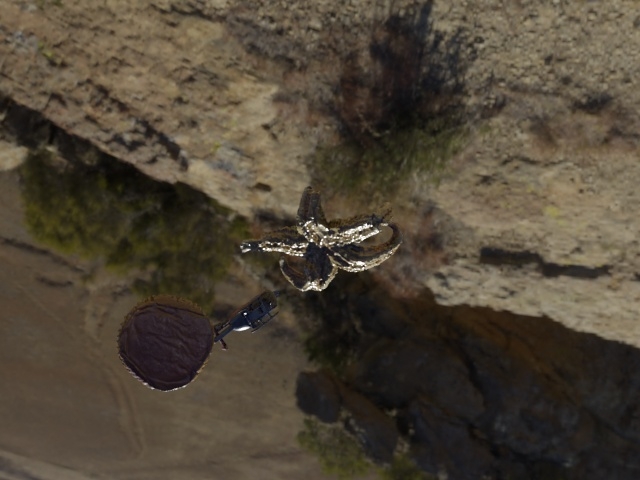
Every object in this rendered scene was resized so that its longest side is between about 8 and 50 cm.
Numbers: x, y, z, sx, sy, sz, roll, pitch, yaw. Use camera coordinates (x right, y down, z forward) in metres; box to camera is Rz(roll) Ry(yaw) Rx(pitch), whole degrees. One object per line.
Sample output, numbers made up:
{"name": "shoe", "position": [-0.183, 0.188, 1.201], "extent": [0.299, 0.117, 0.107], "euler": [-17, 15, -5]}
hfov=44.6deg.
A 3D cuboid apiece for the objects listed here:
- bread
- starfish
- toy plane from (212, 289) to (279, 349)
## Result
{"name": "bread", "position": [-0.134, 0.087, 0.674], "extent": [0.085, 0.085, 0.053], "euler": [19, 173, -10]}
{"name": "starfish", "position": [-0.003, 0.005, 0.977], "extent": [0.209, 0.053, 0.150], "euler": [0, 116, 16]}
{"name": "toy plane", "position": [-0.109, 0.109, 1.074], "extent": [0.037, 0.145, 0.060], "euler": [58, 160, -12]}
